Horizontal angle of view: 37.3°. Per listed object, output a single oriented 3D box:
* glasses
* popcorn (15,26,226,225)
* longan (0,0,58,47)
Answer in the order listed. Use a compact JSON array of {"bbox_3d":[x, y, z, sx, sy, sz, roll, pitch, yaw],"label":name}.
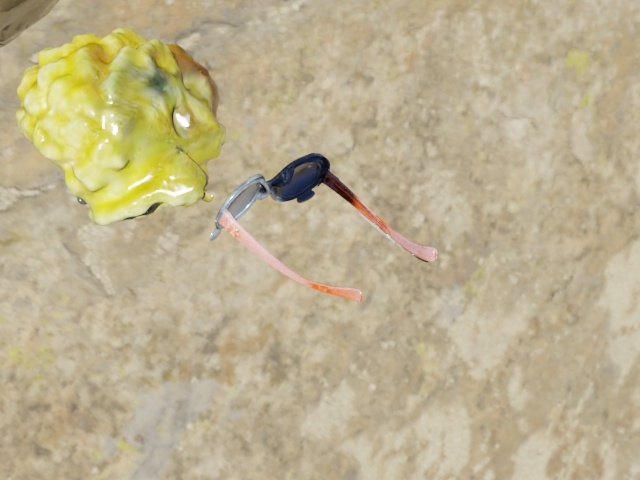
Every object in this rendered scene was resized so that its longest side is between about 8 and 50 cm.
[{"bbox_3d":[0.000,0.000,1.367,0.234,0.268,0.118,-23,149,-44],"label":"glasses"},{"bbox_3d":[-0.192,-0.106,0.928,0.218,0.170,0.189,-29,98,-55],"label":"popcorn"},{"bbox_3d":[-0.408,-0.380,0.922,0.404,0.404,0.435,52,33,-39],"label":"longan"}]
